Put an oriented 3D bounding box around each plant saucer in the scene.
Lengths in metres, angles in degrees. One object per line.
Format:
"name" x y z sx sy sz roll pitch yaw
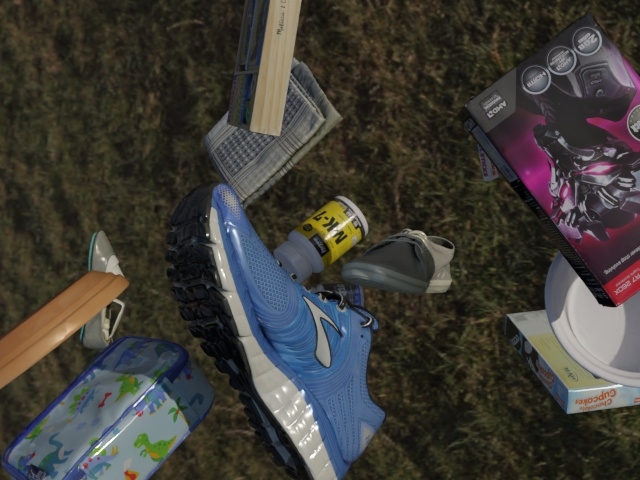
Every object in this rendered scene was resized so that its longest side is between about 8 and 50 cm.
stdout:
"plant saucer" -0.282 0.091 0.823 0.200 0.200 0.037 -29 101 38

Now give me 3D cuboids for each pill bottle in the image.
"pill bottle" 0.000 0.000 1.924 0.119 0.208 0.119 43 159 21
"pill bottle" 0.030 0.140 1.972 0.078 0.137 0.078 177 90 -78

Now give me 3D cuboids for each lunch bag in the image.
"lunch bag" -0.241 0.207 0.927 0.176 0.219 0.090 4 133 52

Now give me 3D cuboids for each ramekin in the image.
"ramekin" 0.507 0.102 1.318 0.277 0.135 0.277 -6 73 19

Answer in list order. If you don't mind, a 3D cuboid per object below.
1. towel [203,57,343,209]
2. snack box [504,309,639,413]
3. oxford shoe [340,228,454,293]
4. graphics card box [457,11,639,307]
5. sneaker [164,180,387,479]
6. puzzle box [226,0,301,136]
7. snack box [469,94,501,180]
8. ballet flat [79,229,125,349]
"towel" -0.125 -0.263 1.917 0.324 0.056 0.312 -42 42 10
"snack box" 0.533 0.240 1.725 0.322 0.187 0.060 -114 20 -66
"oxford shoe" 0.168 0.040 1.697 0.169 0.449 0.130 14 95 26
"graphics card box" 0.404 -0.115 1.211 0.232 0.094 0.371 -36 87 1
"sneaker" -0.034 0.082 0.814 0.129 0.147 0.330 7 128 56
"puzzle box" -0.085 -0.384 1.362 0.272 0.052 0.409 -144 62 -73
"snack box" 0.351 -0.218 1.725 0.022 0.064 0.178 0 107 45
"ballet flat" -0.378 0.090 1.463 0.068 0.072 0.213 9 96 3
